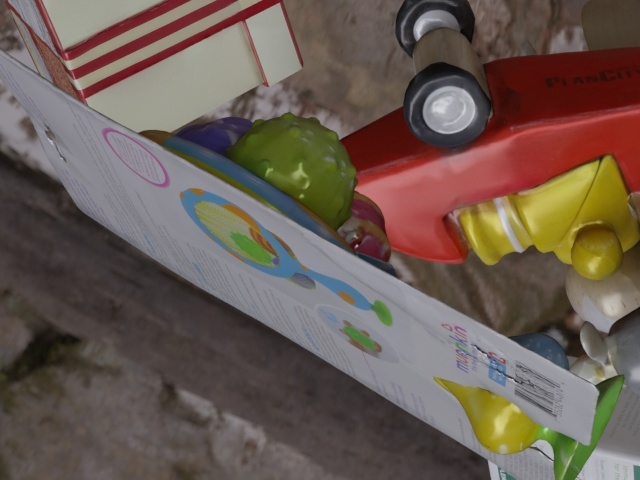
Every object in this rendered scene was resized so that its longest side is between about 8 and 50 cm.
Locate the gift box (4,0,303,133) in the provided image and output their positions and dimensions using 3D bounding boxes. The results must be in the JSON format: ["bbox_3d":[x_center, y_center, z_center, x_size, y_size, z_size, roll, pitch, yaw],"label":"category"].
[{"bbox_3d":[-0.185,-0.278,1.476,0.258,0.276,0.255,-29,132,-13],"label":"gift box"}]

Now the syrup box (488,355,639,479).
[{"bbox_3d":[0.252,0.166,1.108,0.236,0.096,0.093,11,132,30],"label":"syrup box"}]

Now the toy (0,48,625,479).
[{"bbox_3d":[0.000,0.000,0.501,0.237,0.056,0.137,33,163,21],"label":"toy"}]

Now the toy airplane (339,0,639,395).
[{"bbox_3d":[0.247,-0.051,1.068,0.384,0.386,0.272,26,137,38],"label":"toy airplane"}]
